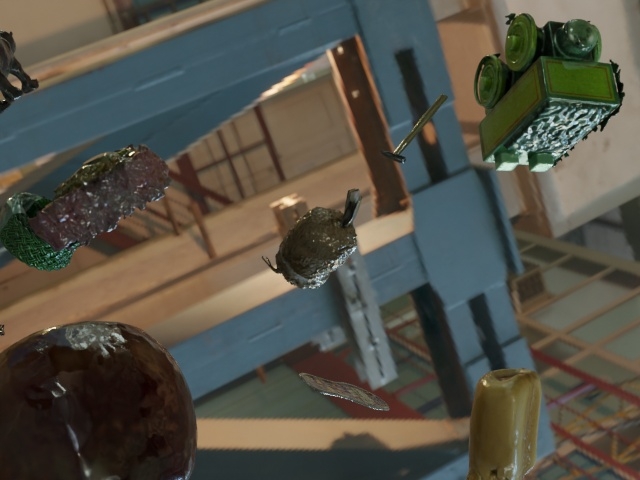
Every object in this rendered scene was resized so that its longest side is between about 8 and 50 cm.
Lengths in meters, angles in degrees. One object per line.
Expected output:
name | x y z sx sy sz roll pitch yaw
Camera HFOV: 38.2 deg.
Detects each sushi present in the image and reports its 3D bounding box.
sushi | -0.364 -0.075 1.504 0.107 0.241 0.161 58 -19 -15

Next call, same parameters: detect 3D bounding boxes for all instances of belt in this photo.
belt | -0.457 -0.024 1.510 0.151 0.121 0.079 43 -67 28

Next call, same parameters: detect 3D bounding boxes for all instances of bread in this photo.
bread | 0.260 0.265 1.326 0.085 0.134 0.173 9 -78 30

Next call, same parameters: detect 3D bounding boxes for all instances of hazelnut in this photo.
hazelnut | -0.416 0.332 1.591 0.421 0.421 0.352 42 -52 51

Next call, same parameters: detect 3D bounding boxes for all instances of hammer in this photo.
hammer | 0.201 -0.237 1.923 0.062 0.199 0.013 22 -29 36

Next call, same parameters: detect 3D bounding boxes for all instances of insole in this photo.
insole | 0.039 0.236 1.445 0.197 0.004 0.065 24 11 -41

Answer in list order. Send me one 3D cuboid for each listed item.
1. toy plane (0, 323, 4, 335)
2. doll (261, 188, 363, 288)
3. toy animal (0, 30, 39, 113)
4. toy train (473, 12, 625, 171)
toy plane | -0.498 0.130 1.313 0.197 0.078 0.053 24 -87 64
doll | 0.002 0.004 1.514 0.221 0.115 0.105 -38 -119 44
toy animal | -0.529 -0.286 1.444 0.168 0.106 0.343 52 4 -32
toy train | 0.348 -0.234 1.464 0.271 0.159 0.188 129 -39 -63
